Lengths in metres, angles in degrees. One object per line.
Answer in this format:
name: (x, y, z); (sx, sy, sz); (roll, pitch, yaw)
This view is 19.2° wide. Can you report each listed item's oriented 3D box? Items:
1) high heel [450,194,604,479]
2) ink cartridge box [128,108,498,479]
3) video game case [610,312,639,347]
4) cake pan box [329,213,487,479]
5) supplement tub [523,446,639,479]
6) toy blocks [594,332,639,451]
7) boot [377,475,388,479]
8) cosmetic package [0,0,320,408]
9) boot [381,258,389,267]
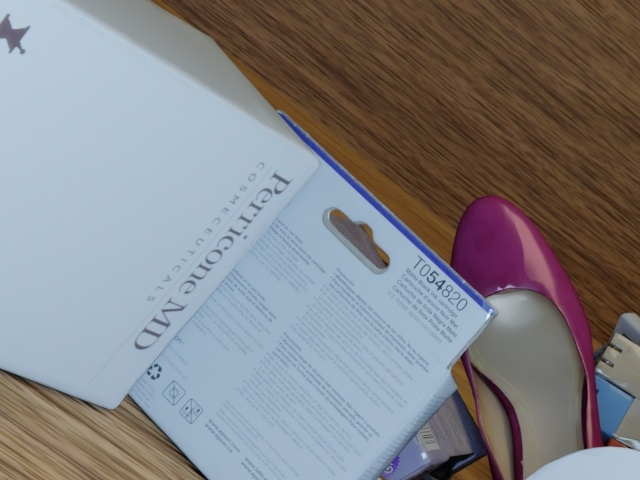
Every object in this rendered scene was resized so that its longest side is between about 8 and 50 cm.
high heel: (0.189, 0.131, 1.654); (0.181, 0.127, 0.377); (48, 25, -78)
ink cartridge box: (-0.019, 0.063, 1.291); (0.223, 0.224, 0.045); (45, 10, 22)
video game case: (0.371, 0.231, 2.123); (0.026, 0.227, 0.206); (-7, 39, -34)
cake pan box: (0.043, 0.098, 1.648); (0.267, 0.070, 0.245); (60, 14, 11)
supplement tub: (0.272, 0.296, 1.301); (0.331, 0.241, 0.241); (33, 11, -38)
toy blocks: (0.357, 0.201, 1.905); (0.261, 0.381, 0.191); (32, -20, 5)
boot: (0.047, 0.218, 1.361); (0.158, 0.059, 0.084); (36, 8, 36)
cosmetic package: (-0.233, -0.081, 1.114); (0.453, 0.230, 0.161); (28, 16, -50)
boot: (0.000, 0.000, 1.872); (0.264, 0.096, 0.280); (46, -3, 37)
